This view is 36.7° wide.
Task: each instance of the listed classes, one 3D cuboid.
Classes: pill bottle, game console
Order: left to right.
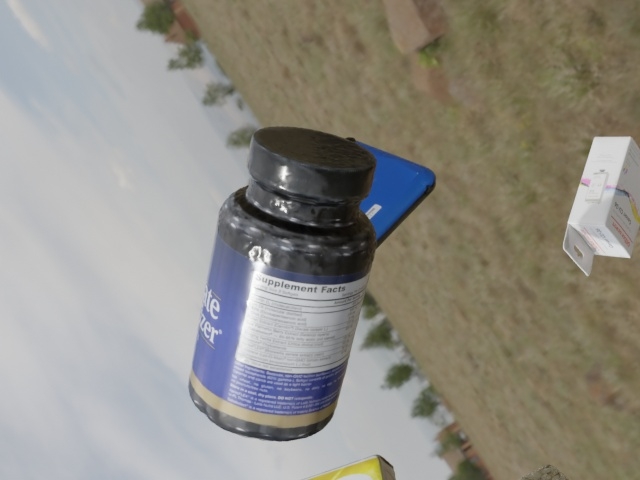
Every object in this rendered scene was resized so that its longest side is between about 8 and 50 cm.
[{"bbox_3d":[-0.026,0.031,0.738,0.123,0.122,0.219,-125,44,-60],"label":"pill bottle"},{"bbox_3d":[0.000,0.000,1.434,0.250,0.293,0.173,25,144,31],"label":"game console"}]

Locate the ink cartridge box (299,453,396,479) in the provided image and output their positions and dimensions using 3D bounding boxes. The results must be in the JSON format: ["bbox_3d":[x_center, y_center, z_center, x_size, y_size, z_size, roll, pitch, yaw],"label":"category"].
[{"bbox_3d":[-0.047,0.394,0.911,0.072,0.303,0.307,52,-159,-48],"label":"ink cartridge box"}]

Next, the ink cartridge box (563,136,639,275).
[{"bbox_3d":[0.454,-0.050,1.517,0.067,0.198,0.115,6,158,42],"label":"ink cartridge box"}]

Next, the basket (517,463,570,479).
[{"bbox_3d":[0.320,0.414,1.429,0.113,0.103,0.167,39,-155,29],"label":"basket"}]
